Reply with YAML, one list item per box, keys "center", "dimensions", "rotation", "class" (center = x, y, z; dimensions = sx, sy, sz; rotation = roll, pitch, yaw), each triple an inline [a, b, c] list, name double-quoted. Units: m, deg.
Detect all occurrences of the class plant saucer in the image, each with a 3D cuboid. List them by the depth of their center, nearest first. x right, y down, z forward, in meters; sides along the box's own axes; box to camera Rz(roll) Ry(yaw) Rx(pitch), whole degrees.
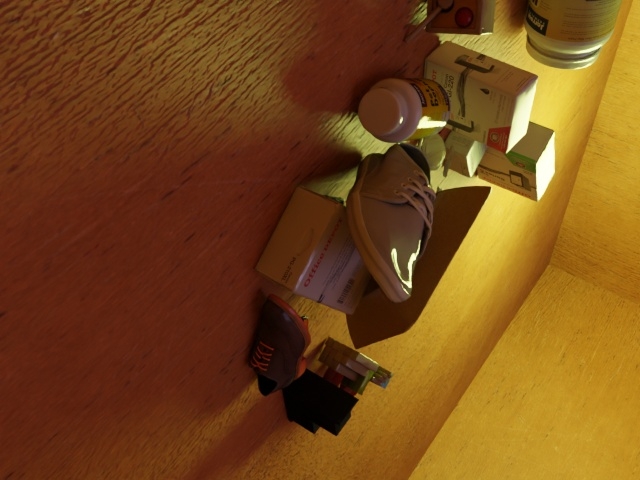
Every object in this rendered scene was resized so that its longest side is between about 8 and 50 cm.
- center: [0.169, 0.044, 1.493]
  dimensions: [0.333, 0.081, 0.333]
  rotation: [-56, -175, -20]
  class: "plant saucer"

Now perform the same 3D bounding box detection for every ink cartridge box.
- center: [0.010, 0.023, 1.363]
  dimensions: [0.172, 0.100, 0.237]
  rotation: [-63, 149, -1]
  class: "ink cartridge box"
- center: [0.325, -0.302, 1.567]
  dimensions: [0.092, 0.218, 0.159]
  rotation: [-42, 149, -29]
  class: "ink cartridge box"
- center: [0.385, -0.268, 1.904]
  dimensions: [0.175, 0.072, 0.127]
  rotation: [-59, 156, -11]
  class: "ink cartridge box"
- center: [0.543, -0.237, 2.100]
  dimensions: [0.115, 0.198, 0.273]
  rotation: [-59, 155, -9]
  class: "ink cartridge box"

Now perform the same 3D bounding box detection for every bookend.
- center: [0.003, 0.378, 1.669]
  dimensions: [0.072, 0.157, 0.156]
  rotation: [-49, 151, -30]
  class: "bookend"

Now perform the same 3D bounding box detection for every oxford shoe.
- center: [0.137, -0.056, 1.314]
  dimensions: [0.169, 0.130, 0.449]
  rotation: [58, 21, -22]
  class: "oxford shoe"
- center: [-0.083, 0.205, 1.402]
  dimensions: [0.098, 0.097, 0.271]
  rotation: [-42, 149, -29]
  class: "oxford shoe"

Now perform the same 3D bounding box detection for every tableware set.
- center: [0.235, -0.154, 1.719]
  dimensions: [0.128, 0.039, 0.194]
  rotation: [27, 75, -42]
  class: "tableware set"

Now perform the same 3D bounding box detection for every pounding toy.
- center: [0.244, -0.435, 1.402]
  dimensions: [0.100, 0.141, 0.130]
  rotation: [-26, 122, -55]
  class: "pounding toy"

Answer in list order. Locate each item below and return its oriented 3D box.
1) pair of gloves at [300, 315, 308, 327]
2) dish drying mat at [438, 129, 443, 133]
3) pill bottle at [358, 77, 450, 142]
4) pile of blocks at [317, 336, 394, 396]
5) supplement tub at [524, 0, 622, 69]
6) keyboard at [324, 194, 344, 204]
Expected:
- center: [-0.050, 0.199, 1.563]
  dimensions: [0.083, 0.010, 0.074]
  rotation: [-47, 152, -31]
  class: "pair of gloves"
- center: [0.302, -0.295, 1.785]
  dimensions: [0.083, 0.008, 0.032]
  rotation: [-61, 155, -6]
  class: "dish drying mat"
- center: [0.155, -0.245, 1.401]
  dimensions: [0.215, 0.117, 0.117]
  rotation: [-21, 132, -58]
  class: "pill bottle"
- center: [0.094, 0.343, 1.830]
  dimensions: [0.113, 0.149, 0.362]
  rotation: [-61, 157, -8]
  class: "pile of blocks"
- center: [0.640, -0.616, 1.881]
  dimensions: [0.228, 0.228, 0.316]
  rotation: [-47, 151, -33]
  class: "supplement tub"
- center: [0.000, 0.000, 1.450]
  dimensions: [0.108, 0.023, 0.180]
  rotation: [2, 112, -65]
  class: "keyboard"
